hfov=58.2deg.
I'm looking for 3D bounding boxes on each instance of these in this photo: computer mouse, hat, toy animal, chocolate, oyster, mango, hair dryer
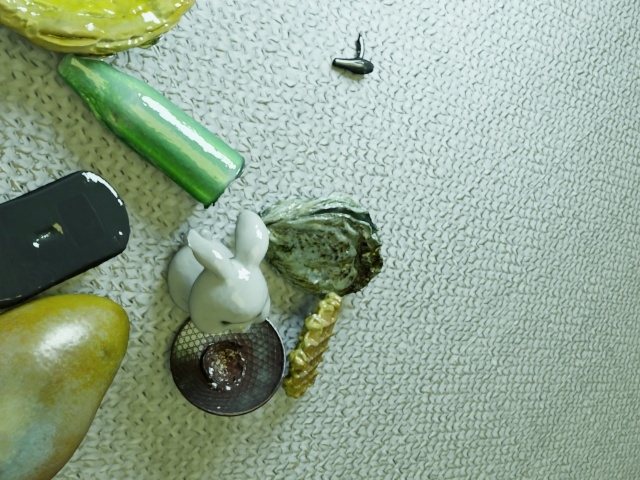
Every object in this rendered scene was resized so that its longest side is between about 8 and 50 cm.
[{"bbox_3d":[-0.401,0.004,0.803,0.269,0.086,0.138,-33,102,-36],"label":"computer mouse"},{"bbox_3d":[-0.158,0.211,0.979,0.192,0.082,0.193,7,57,-11],"label":"hat"},{"bbox_3d":[-0.159,0.053,0.896,0.127,0.193,0.179,-12,94,-29],"label":"toy animal"},{"bbox_3d":[-0.254,-0.174,0.862,0.291,0.110,0.110,40,77,-25],"label":"chocolate"},{"bbox_3d":[0.000,0.000,1.033,0.198,0.112,0.268,-41,124,4],"label":"oyster"},{"bbox_3d":[-0.411,0.218,0.770,0.384,0.198,0.222,-44,108,-31],"label":"mango"},{"bbox_3d":[0.062,-0.350,1.064,0.078,0.031,0.083,5,80,-21],"label":"hair dryer"}]

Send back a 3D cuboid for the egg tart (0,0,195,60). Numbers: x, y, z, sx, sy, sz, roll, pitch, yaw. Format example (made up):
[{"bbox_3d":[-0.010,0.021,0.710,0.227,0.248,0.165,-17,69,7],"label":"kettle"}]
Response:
[{"bbox_3d":[-0.322,-0.411,0.768,0.345,0.132,0.346,-4,99,-28],"label":"egg tart"}]

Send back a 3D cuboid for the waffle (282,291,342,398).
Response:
[{"bbox_3d":[-0.016,0.197,1.036,0.161,0.046,0.192,-53,159,-37],"label":"waffle"}]
